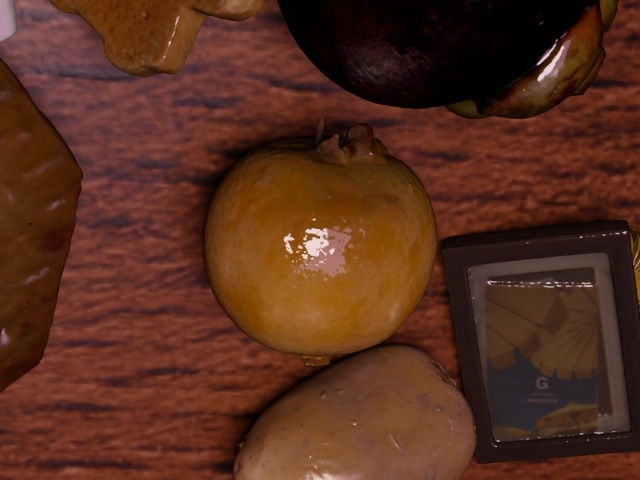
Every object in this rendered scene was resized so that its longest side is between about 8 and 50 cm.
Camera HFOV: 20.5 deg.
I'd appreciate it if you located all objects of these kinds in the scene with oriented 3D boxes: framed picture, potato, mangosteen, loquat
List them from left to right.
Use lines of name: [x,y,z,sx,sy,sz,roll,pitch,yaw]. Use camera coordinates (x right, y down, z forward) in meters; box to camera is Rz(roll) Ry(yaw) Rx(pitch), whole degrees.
loquat: [0.000,0.000,1.128,0.163,0.137,0.163,0,102,-1]
potato: [0.027,0.142,1.196,0.178,0.118,0.109,-28,148,-22]
mangosteen: [0.091,-0.161,1.077,0.211,0.211,0.250,-47,125,1]
framed picture: [0.160,0.073,1.232,0.128,0.023,0.168,-6,111,12]

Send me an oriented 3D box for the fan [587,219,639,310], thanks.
fan: [0.237,0.014,1.259,0.155,0.039,0.082,-25,112,-10]

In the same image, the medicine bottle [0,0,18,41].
medicine bottle: [-0.292,-0.148,1.022,0.219,0.078,0.115,-17,120,-12]

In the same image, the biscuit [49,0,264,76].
biscuit: [-0.073,-0.206,1.038,0.036,0.166,0.225,4,126,-57]

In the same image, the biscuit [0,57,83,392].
biscuit: [-0.311,0.006,1.035,0.359,0.046,0.359,-14,126,-21]
